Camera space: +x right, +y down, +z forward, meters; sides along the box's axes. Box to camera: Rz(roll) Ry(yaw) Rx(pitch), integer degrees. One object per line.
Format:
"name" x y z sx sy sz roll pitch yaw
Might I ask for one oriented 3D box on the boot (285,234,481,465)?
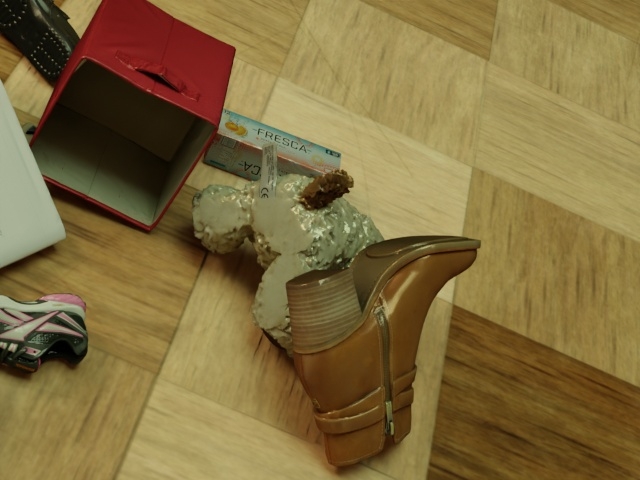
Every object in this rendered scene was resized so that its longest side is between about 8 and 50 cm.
"boot" 0.091 0.118 1.455 0.283 0.109 0.220 -22 104 -41

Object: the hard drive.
"hard drive" -0.441 -0.043 1.360 0.318 0.040 0.210 -29 100 -47

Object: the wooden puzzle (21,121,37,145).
"wooden puzzle" -0.357 -0.119 1.599 0.078 0.014 0.116 26 39 -4

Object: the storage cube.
"storage cube" -0.236 -0.167 1.569 0.183 0.215 0.193 27 36 -16

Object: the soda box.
"soda box" -0.066 -0.114 1.736 0.183 0.058 0.063 21 39 -11

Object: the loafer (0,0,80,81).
"loafer" -0.393 -0.301 1.742 0.220 0.080 0.078 55 21 16

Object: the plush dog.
"plush dog" 0.000 0.000 1.574 0.262 0.210 0.225 53 17 24

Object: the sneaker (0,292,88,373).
"sneaker" -0.324 0.104 1.333 0.178 0.072 0.077 -6 61 -29
